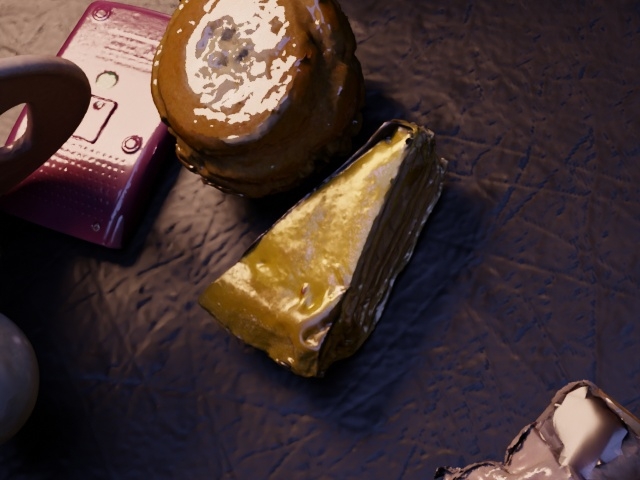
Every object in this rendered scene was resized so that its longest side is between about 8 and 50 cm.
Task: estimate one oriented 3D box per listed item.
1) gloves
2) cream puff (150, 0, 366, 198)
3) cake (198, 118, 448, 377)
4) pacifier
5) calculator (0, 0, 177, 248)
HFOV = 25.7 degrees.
[{"bbox_3d":[0.135,0.153,0.824,0.144,0.094,0.110,-34,53,19],"label":"gloves"},{"bbox_3d":[-0.037,-0.107,0.967,0.150,0.115,0.165,21,82,28],"label":"cream puff"},{"bbox_3d":[0.002,0.001,0.946,0.116,0.080,0.185,13,80,32],"label":"cake"},{"bbox_3d":[-0.281,-0.005,0.884,0.332,0.220,0.273,-29,45,-18],"label":"pacifier"},{"bbox_3d":[-0.161,-0.092,1.038,0.126,0.034,0.190,18,71,22],"label":"calculator"}]
